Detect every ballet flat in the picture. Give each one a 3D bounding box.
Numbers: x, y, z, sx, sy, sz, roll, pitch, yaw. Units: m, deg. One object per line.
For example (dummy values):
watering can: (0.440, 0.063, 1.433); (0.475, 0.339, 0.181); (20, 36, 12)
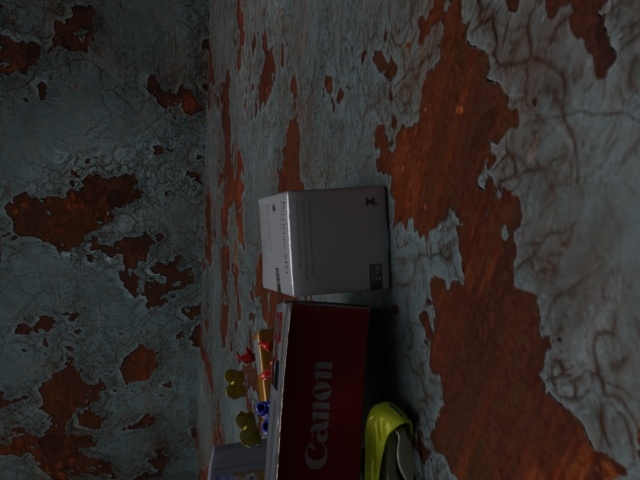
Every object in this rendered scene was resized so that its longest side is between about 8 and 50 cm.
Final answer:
ballet flat: (0.097, 0.338, 0.861); (0.077, 0.077, 0.231); (7, 98, 55)

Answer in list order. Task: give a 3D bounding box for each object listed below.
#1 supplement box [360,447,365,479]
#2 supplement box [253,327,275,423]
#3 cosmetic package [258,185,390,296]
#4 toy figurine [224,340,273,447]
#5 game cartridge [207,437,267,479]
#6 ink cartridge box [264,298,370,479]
supplement box: (0.076, 0.382, 0.976); (0.098, 0.036, 0.062); (-112, 26, -45)
supplement box: (-0.103, 0.323, 1.454); (0.080, 0.078, 0.234); (135, 130, -70)
cosmetic package: (0.000, 0.000, 0.962); (0.183, 0.151, 0.151); (179, 87, -72)
toy figurine: (-0.029, 0.383, 1.230); (0.363, 0.191, 0.217); (65, -177, 34)
game cartridge: (-0.173, 0.639, 1.527); (0.062, 0.198, 0.297); (119, 143, -51)
ink cartridge box: (-0.008, 0.246, 0.923); (0.272, 0.130, 0.310); (135, 139, -81)
